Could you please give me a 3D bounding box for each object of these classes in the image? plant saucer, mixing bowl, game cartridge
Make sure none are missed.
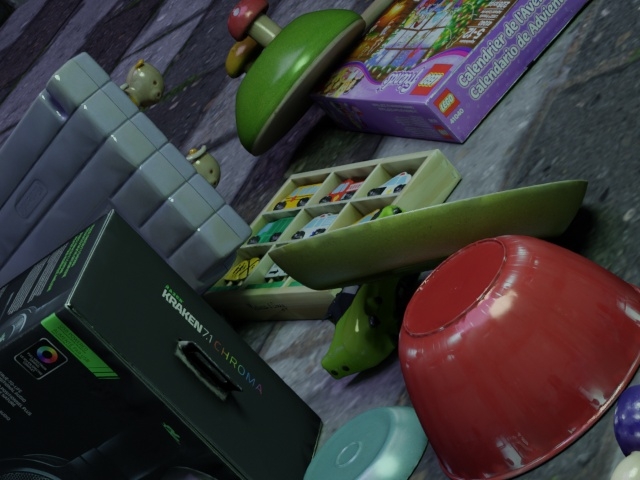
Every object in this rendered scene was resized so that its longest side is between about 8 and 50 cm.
[{"bbox_3d":[0.026,0.159,1.331,0.119,0.021,0.119,-38,21,17],"label":"plant saucer"},{"bbox_3d":[0.119,0.062,1.235,0.181,0.098,0.181,-38,19,16],"label":"mixing bowl"},{"bbox_3d":[-0.214,-0.010,1.749,0.068,0.230,0.355,-49,5,-34],"label":"game cartridge"},{"bbox_3d":[0.082,0.001,1.363,0.241,0.037,0.241,-13,-3,-1],"label":"plant saucer"}]

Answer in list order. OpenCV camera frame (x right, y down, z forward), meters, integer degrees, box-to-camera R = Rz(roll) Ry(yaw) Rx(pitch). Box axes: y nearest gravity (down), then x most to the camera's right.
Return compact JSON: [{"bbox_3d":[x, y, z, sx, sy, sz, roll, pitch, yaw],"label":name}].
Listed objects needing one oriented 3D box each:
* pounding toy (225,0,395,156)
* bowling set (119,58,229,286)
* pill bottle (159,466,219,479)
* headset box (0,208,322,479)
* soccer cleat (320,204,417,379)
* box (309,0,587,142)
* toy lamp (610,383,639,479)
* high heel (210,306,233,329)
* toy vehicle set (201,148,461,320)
[{"bbox_3d":[-0.040,-0.201,1.944,0.183,0.110,0.237,-53,-5,35],"label":"pounding toy"},{"bbox_3d":[-0.143,-0.019,1.876,0.154,0.200,0.287,-50,-22,-29],"label":"bowling set"},{"bbox_3d":[-0.126,0.267,1.257,0.123,0.123,0.219,-14,35,55],"label":"pill bottle"},{"bbox_3d":[-0.173,0.148,1.411,0.283,0.246,0.131,-32,22,28],"label":"headset box"},{"bbox_3d":[0.038,0.038,1.502,0.072,0.060,0.179,-32,25,34],"label":"soccer cleat"},{"bbox_3d":[0.122,-0.191,1.805,0.201,0.057,0.293,-49,20,-11],"label":"box"},{"bbox_3d":[0.121,0.201,0.980,0.274,0.080,0.080,-50,20,-25],"label":"toy lamp"},{"bbox_3d":[-0.182,0.153,1.634,0.261,0.093,0.186,-34,14,1],"label":"high heel"},{"bbox_3d":[0.000,0.000,1.687,0.166,0.035,0.267,-52,21,-22],"label":"toy vehicle set"}]
